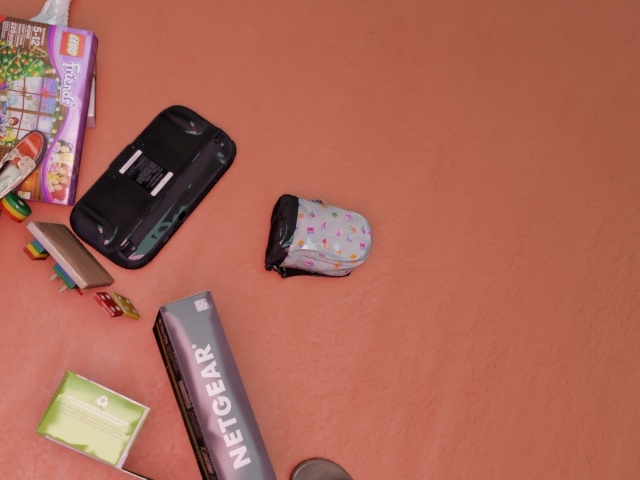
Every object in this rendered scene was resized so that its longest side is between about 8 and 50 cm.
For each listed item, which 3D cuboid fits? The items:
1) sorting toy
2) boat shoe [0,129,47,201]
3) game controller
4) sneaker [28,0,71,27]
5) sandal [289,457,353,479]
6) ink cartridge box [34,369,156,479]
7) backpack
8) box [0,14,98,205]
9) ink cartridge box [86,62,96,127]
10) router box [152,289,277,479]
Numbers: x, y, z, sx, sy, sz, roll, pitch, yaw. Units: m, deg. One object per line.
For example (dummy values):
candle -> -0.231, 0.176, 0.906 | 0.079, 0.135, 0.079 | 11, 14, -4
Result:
sorting toy -> -0.409, 0.041, 1.119 | 0.046, 0.132, 0.274 | -42, 88, 1
boat shoe -> -0.485, -0.119, 1.095 | 0.049, 0.043, 0.137 | 36, 87, -5
game controller -> -0.295, -0.103, 1.233 | 0.166, 0.067, 0.319 | 32, 68, 10
sneaker -> -0.486, -0.406, 1.261 | 0.061, 0.053, 0.152 | 35, 74, -15
sandal -> 0.044, 0.455, 1.168 | 0.219, 0.060, 0.090 | 47, 68, 0
ink cartridge box -> -0.287, 0.301, 1.046 | 0.255, 0.189, 0.097 | 27, 68, -9
backpack -> 0.000, 0.000, 1.253 | 0.182, 0.115, 0.152 | 15, 69, -15
box -> -0.495, -0.216, 1.142 | 0.200, 0.057, 0.293 | 8, 91, -8
ink cartridge box -> -0.452, -0.275, 1.226 | 0.099, 0.056, 0.135 | -1, 76, -16
router box -> -0.171, 0.251, 1.065 | 0.081, 0.243, 0.309 | -18, 81, -20
